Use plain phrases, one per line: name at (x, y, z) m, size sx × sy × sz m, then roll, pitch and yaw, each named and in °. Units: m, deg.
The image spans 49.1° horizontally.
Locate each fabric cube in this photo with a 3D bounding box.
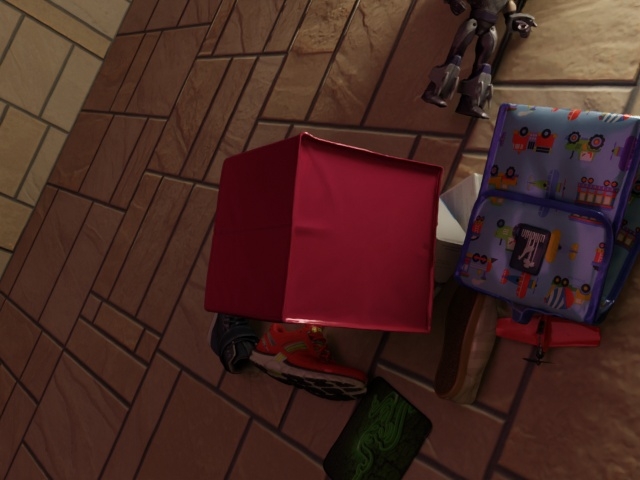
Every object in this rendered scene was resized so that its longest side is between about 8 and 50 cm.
fabric cube at (0.000, 0.000, 1.063) m, size 0.258 × 0.254 × 0.259 m, roll -5°, pitch 77°, yaw 59°

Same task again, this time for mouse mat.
mouse mat at (0.086, 0.332, 1.128) m, size 0.190 × 0.007 × 0.152 m, roll -59°, pitch 39°, yaw 3°

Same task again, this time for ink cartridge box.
ink cartridge box at (0.217, -0.008, 1.169) m, size 0.179 × 0.045 × 0.146 m, roll -39°, pitch 42°, yaw 52°
ink cartridge box at (0.141, 0.028, 1.147) m, size 0.191 × 0.082 × 0.140 m, roll -60°, pitch 36°, yaw 31°

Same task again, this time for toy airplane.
toy airplane at (0.319, 0.102, 0.980) m, size 0.151 × 0.028 × 0.151 m, roll -19°, pitch 53°, yaw 27°

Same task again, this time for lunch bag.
lunch bag at (0.322, -0.023, 0.968) m, size 0.220 × 0.138 × 0.293 m, roll 17°, pitch 84°, yaw 45°

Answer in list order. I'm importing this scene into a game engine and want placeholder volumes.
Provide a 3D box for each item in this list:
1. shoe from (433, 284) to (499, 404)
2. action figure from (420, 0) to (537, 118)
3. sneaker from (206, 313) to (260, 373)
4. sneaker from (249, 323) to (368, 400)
shoe at (0.227, 0.139, 1.054) m, size 0.076 × 0.058 × 0.219 m, roll -19°, pitch 49°, yaw 64°
action figure at (0.274, -0.360, 1.202) m, size 0.099 × 0.185 × 0.285 m, roll -130°, pitch 55°, yaw -73°
sneaker at (-0.159, 0.156, 1.395) m, size 0.163 × 0.086 × 0.226 m, roll 43°, pitch 127°, yaw 56°
sneaker at (-0.021, 0.202, 1.248) m, size 0.279 × 0.107 × 0.118 m, roll 9°, pitch 65°, yaw 46°
